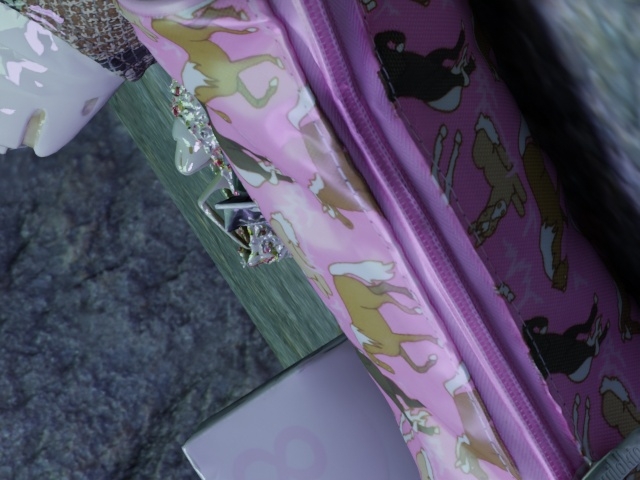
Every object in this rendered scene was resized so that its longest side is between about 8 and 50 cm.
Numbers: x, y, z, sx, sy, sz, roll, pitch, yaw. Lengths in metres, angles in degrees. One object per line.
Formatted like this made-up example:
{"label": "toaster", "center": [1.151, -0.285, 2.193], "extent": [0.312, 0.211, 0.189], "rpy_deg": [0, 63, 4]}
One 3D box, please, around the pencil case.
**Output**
{"label": "pencil case", "center": [0.047, -0.017, 0.895], "extent": [0.167, 0.160, 0.386], "rpy_deg": [0, 130, 45]}

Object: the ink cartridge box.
{"label": "ink cartridge box", "center": [0.066, 0.129, 1.089], "extent": [0.189, 0.232, 0.066], "rpy_deg": [56, -164, -5]}

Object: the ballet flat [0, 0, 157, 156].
{"label": "ballet flat", "center": [-0.163, -0.133, 1.152], "extent": [0.164, 0.182, 0.483], "rpy_deg": [32, 179, -7]}

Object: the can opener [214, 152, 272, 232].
{"label": "can opener", "center": [-0.010, -0.058, 1.186], "extent": [0.283, 0.076, 0.095], "rpy_deg": [-46, -53, -79]}

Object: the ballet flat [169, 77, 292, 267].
{"label": "ballet flat", "center": [-0.101, -0.070, 1.925], "extent": [0.241, 0.077, 0.091], "rpy_deg": [58, 173, -18]}

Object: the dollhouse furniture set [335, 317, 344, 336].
{"label": "dollhouse furniture set", "center": [0.069, 0.117, 1.174], "extent": [0.161, 0.212, 0.242], "rpy_deg": [82, 179, -77]}
